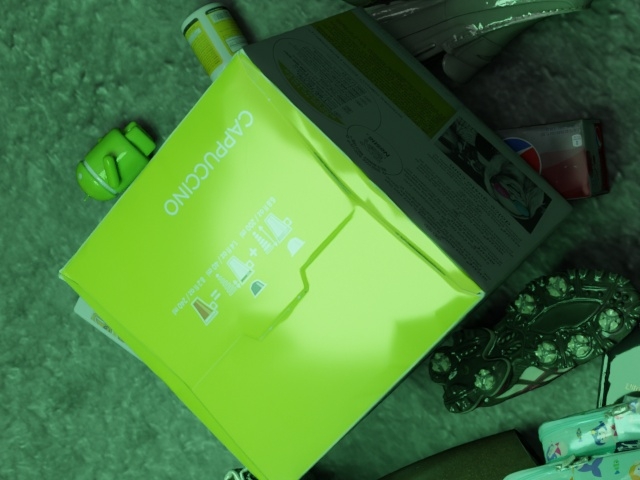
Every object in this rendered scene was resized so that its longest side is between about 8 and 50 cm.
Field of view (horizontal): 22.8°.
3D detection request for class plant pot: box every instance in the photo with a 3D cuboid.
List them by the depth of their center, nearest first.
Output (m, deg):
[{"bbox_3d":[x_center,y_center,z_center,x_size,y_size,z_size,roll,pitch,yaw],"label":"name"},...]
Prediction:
[{"bbox_3d":[0.161,0.325,1.811,0.230,0.215,0.215,-37,77,6],"label":"plant pot"}]

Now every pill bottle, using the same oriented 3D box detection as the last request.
[{"bbox_3d":[-0.119,-0.232,1.972,0.065,0.065,0.116,-36,77,22],"label":"pill bottle"}]

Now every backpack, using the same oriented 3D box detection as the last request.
[{"bbox_3d":[0.313,0.272,1.639,0.253,0.225,0.191,-27,60,29],"label":"backpack"}]

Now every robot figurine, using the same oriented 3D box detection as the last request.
[{"bbox_3d":[-0.265,-0.098,2.038,0.115,0.101,0.067,-44,115,4],"label":"robot figurine"}]

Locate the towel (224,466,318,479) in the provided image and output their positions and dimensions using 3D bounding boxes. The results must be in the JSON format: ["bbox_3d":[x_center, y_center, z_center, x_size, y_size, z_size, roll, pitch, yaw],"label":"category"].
[{"bbox_3d":[0.018,0.381,1.804,0.056,0.324,0.312,-36,78,2],"label":"towel"}]

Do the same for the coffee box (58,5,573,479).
[{"bbox_3d":[0.000,0.000,1.690,0.338,0.334,0.338,45,117,6],"label":"coffee box"}]

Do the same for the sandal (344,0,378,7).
[{"bbox_3d":[-0.010,-0.335,1.902,0.219,0.060,0.090,31,101,39],"label":"sandal"}]

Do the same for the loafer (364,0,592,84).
[{"bbox_3d":[0.167,-0.236,1.822,0.319,0.112,0.112,-10,93,33],"label":"loafer"}]

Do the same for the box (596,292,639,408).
[{"bbox_3d":[0.448,0.219,1.732,0.295,0.073,0.293,9,98,24],"label":"box"}]

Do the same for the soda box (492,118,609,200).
[{"bbox_3d":[0.192,-0.080,1.826,0.263,0.083,0.092,-6,92,26],"label":"soda box"}]

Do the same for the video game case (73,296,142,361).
[{"bbox_3d":[-0.190,0.063,2.043,0.227,0.026,0.206,33,106,20],"label":"video game case"}]

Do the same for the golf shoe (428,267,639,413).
[{"bbox_3d":[0.250,0.108,1.773,0.272,0.120,0.105,-28,69,33],"label":"golf shoe"}]
